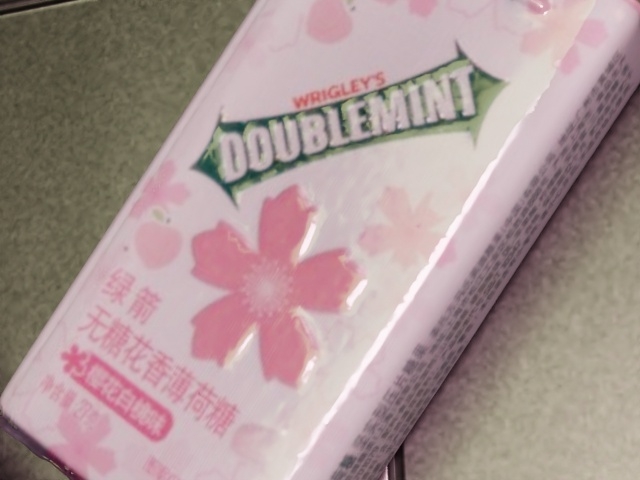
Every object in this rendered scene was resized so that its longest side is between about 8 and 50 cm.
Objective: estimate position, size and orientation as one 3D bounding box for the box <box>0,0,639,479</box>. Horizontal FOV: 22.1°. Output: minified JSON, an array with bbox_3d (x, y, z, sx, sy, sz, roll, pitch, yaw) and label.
[{"bbox_3d":[0.000,0.000,0.861,0.190,0.112,0.370,35,93,25],"label":"box"}]
